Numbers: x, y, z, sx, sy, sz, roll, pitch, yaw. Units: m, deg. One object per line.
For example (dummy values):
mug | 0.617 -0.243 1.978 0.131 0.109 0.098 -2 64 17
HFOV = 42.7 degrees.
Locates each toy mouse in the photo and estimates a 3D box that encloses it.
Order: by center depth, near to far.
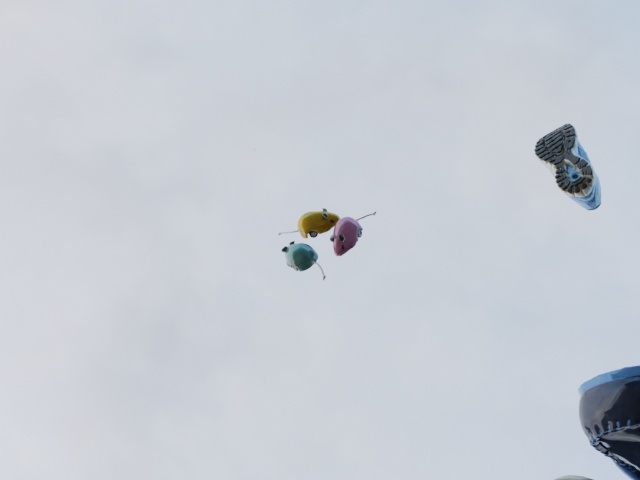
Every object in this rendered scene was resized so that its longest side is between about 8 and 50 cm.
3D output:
toy mouse | 0.000 0.000 1.135 0.161 0.143 0.031 -17 -56 17

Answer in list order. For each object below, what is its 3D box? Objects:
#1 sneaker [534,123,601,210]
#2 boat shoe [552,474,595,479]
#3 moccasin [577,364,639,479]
sneaker | 0.348 -0.098 1.143 0.063 0.162 0.073 -29 -53 22
boat shoe | 0.264 0.255 0.500 0.302 0.103 0.113 38 -67 33
moccasin | 0.340 0.187 0.609 0.342 0.138 0.116 22 -122 -19
